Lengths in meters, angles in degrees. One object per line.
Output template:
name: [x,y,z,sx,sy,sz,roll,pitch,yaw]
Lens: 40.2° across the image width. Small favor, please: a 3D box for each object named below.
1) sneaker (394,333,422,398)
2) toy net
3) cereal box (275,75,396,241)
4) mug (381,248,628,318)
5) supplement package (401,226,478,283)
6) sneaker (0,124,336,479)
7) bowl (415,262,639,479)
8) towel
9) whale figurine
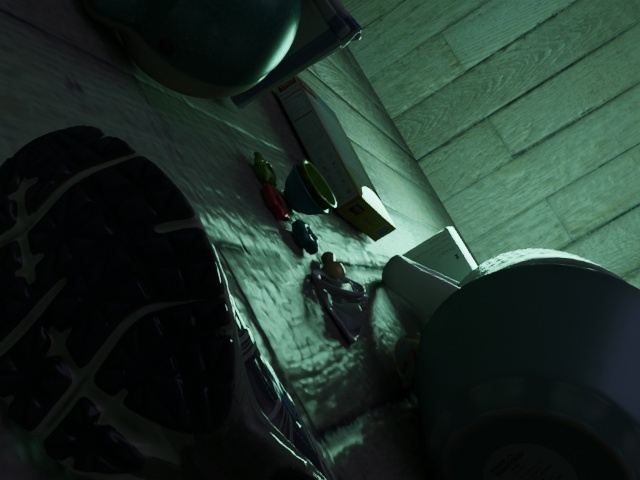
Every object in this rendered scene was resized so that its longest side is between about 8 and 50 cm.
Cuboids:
sneaker: [0.189,0.163,1.029,0.215,0.084,0.083,25,38,6]
toy net: [0.000,0.000,0.945,0.122,0.045,0.232,39,23,-57]
cereal box: [0.023,-0.126,1.332,0.240,0.047,0.173,63,13,25]
mug: [0.256,0.123,1.225,0.374,0.276,0.328,28,6,4]
supplement package: [0.222,0.079,1.480,0.179,0.105,0.105,59,12,6]
sneaker: [-0.068,0.081,0.418,0.283,0.110,0.122,61,-5,3]
bowl: [0.230,0.196,0.882,0.311,0.311,0.163,55,31,-12]
towel: [-0.102,-0.291,0.929,0.285,0.209,0.034,54,46,-12]
whale figurine: [-0.129,-0.262,0.786,0.272,0.141,0.216,50,45,-7]
